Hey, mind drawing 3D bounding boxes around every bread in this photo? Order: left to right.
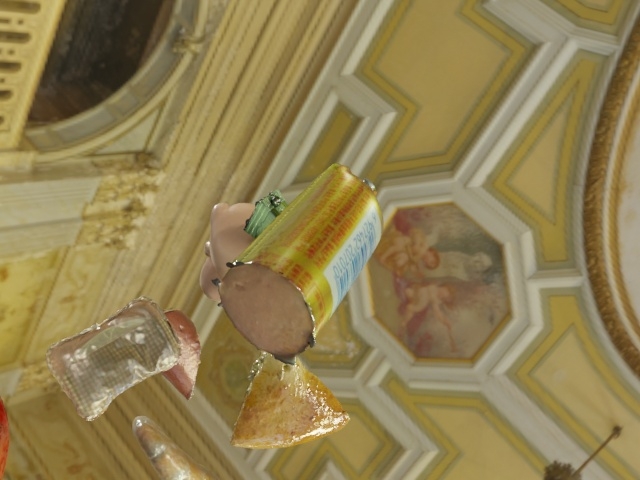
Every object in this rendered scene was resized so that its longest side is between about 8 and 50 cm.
[{"bbox_3d":[-0.267,0.175,1.415,0.192,0.119,0.067,49,-34,-19],"label":"bread"},{"bbox_3d":[-0.058,0.207,0.990,0.136,0.054,0.154,-39,-87,-7],"label":"bread"}]

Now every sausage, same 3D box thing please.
[{"bbox_3d":[-0.002,-0.001,0.943,0.125,0.317,0.117,40,-51,-2],"label":"sausage"}]

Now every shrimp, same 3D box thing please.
[{"bbox_3d":[-0.222,0.399,1.358,0.168,0.077,0.317,39,-17,47],"label":"shrimp"}]

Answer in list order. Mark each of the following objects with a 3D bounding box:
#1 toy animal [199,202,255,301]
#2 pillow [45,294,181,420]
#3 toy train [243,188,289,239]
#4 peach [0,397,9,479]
[{"bbox_3d":[-0.103,0.034,1.246,0.171,0.171,0.197,54,-11,18],"label":"toy animal"},{"bbox_3d":[-0.329,0.184,1.300,0.135,0.211,0.034,57,-37,0],"label":"pillow"},{"bbox_3d":[-0.069,-0.027,1.112,0.056,0.038,0.093,46,-37,9],"label":"toy train"},{"bbox_3d":[-0.341,0.166,0.513,0.238,0.281,0.281,53,-55,27],"label":"peach"}]
